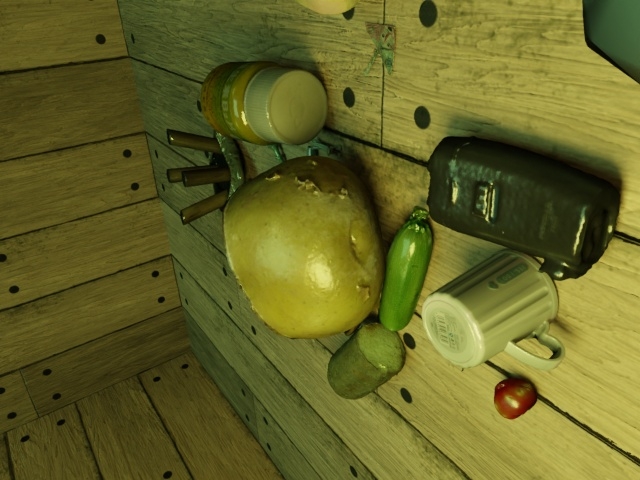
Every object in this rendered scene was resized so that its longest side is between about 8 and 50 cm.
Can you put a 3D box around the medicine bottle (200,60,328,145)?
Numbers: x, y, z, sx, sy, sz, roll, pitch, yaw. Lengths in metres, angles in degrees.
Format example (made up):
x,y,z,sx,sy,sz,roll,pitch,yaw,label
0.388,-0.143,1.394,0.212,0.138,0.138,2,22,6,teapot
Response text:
x,y,z,sx,sy,sz,roll,pitch,yaw,label
-0.163,-0.377,1.395,0.384,0.224,0.225,25,128,50,medicine bottle

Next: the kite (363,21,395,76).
x,y,z,sx,sy,sz,roll,pitch,yaw,label
0.124,-0.417,1.105,0.152,0.005,0.137,-37,73,60,kite

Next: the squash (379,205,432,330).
x,y,z,sx,sy,sz,roll,pitch,yaw,label
0.200,0.083,1.199,0.101,0.101,0.379,44,141,37,squash

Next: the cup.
x,y,z,sx,sy,sz,roll,pitch,yaw,label
0.322,0.133,0.918,0.221,0.202,0.167,19,126,55,cup

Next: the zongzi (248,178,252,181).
x,y,z,sx,sy,sz,roll,pitch,yaw,label
-0.205,-0.078,1.798,0.247,0.111,0.241,22,105,40,zongzi

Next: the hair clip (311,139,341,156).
x,y,z,sx,sy,sz,roll,pitch,yaw,label
0.007,-0.251,1.366,0.115,0.039,0.030,28,118,48,hair clip

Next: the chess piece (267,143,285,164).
x,y,z,sx,sy,sz,roll,pitch,yaw,label
-0.134,-0.272,1.597,0.042,0.042,0.093,-19,96,61,chess piece

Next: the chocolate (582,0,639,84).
x,y,z,sx,sy,sz,roll,pitch,yaw,label
0.439,-0.270,0.491,0.283,0.186,0.284,22,120,44,chocolate

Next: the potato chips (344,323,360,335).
x,y,z,sx,sy,sz,roll,pitch,yaw,label
0.103,0.199,1.450,0.202,0.049,0.150,108,167,-59,potato chips

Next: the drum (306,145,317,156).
x,y,z,sx,sy,sz,roll,pitch,yaw,label
-0.013,-0.137,1.467,0.130,0.049,0.253,45,139,38,drum

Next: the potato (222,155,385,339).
x,y,z,sx,sy,sz,roll,pitch,yaw,label
0.015,0.004,1.226,0.319,0.385,0.443,-17,94,42,potato

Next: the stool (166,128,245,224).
x,y,z,sx,sy,sz,roll,pitch,yaw,label
-0.435,-0.244,1.899,0.310,0.226,0.310,63,153,27,stool

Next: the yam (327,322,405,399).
x,y,z,sx,sy,sz,roll,pitch,yaw,label
0.125,0.341,1.425,0.161,0.161,0.268,58,150,19,yam

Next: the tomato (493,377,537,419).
x,y,z,sx,sy,sz,roll,pitch,yaw,label
0.396,0.320,1.033,0.075,0.087,0.087,55,148,30,tomato

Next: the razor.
x,y,z,sx,sy,sz,roll,pitch,yaw,label
0.330,-0.066,0.875,0.326,0.107,0.189,32,133,46,razor

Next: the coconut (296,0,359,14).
x,y,z,sx,sy,sz,roll,pitch,yaw,label
0.009,-0.583,0.978,0.259,0.259,0.259,37,137,44,coconut
